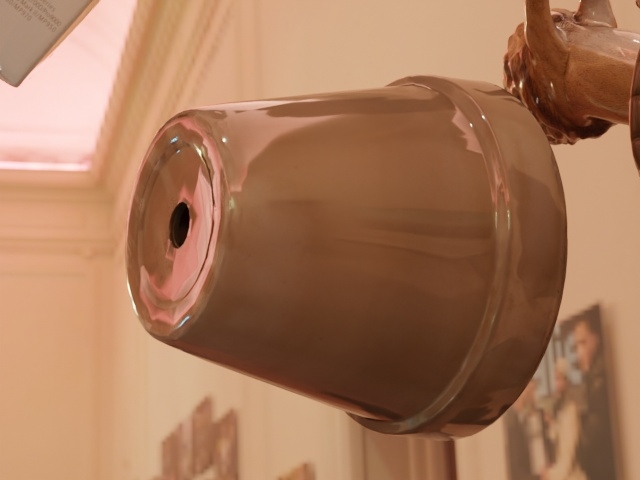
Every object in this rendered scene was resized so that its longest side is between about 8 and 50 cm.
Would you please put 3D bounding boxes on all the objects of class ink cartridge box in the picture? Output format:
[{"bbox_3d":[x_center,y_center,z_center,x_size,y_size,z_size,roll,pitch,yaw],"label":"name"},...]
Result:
[{"bbox_3d":[-0.207,-0.328,1.418,0.091,0.385,0.308,43,1,-12],"label":"ink cartridge box"}]

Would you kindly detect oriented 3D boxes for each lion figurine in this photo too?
[{"bbox_3d":[0.310,-0.161,1.338,0.142,0.240,0.392,-30,34,-20],"label":"lion figurine"}]

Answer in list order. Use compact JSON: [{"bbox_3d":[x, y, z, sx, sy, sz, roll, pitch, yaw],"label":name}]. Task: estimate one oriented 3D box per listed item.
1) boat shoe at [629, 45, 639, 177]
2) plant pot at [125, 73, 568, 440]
[{"bbox_3d":[0.311,-0.055,1.052,0.098,0.302,0.109,1,-8,-31],"label":"boat shoe"},{"bbox_3d":[0.000,0.000,1.168,0.280,0.323,0.323,8,-19,-31],"label":"plant pot"}]
